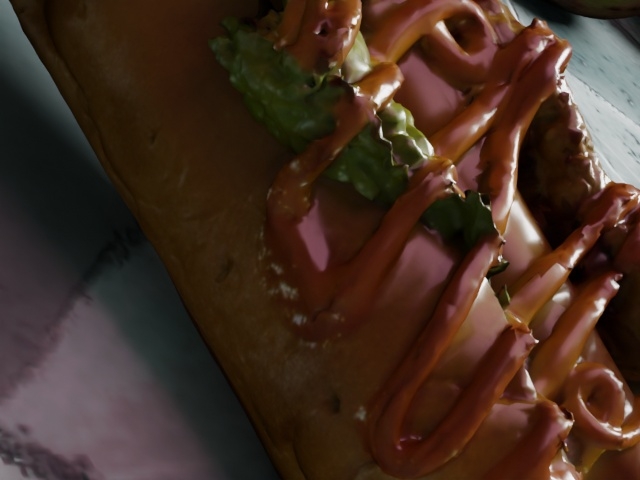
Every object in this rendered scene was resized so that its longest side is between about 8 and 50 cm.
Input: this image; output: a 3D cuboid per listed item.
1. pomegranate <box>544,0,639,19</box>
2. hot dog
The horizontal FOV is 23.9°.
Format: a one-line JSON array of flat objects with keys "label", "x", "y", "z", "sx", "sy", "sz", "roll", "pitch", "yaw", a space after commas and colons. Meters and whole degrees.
[{"label": "pomegranate", "x": 0.202, "y": -0.314, "z": 1.162, "sx": 0.306, "sy": 0.242, "sz": 0.242, "roll": 44, "pitch": 23, "yaw": 0}, {"label": "hot dog", "x": 0.002, "y": -0.059, "z": 0.474, "sx": 0.158, "sy": 0.117, "sz": 0.348, "roll": -14, "pitch": 67, "yaw": -44}]
